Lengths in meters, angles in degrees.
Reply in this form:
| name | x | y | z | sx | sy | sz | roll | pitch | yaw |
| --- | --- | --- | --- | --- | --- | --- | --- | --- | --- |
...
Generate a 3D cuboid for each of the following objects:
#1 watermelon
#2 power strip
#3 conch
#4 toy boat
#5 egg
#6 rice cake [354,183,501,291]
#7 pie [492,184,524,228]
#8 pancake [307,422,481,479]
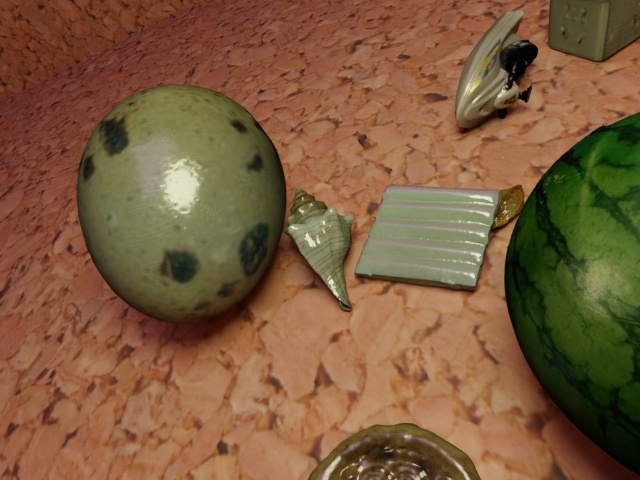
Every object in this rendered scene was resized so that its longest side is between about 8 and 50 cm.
| name | x | y | z | sx | sy | sz | roll | pitch | yaw |
| --- | --- | --- | --- | --- | --- | --- | --- | --- | --- |
| watermelon | 0.345 | 0.045 | 0.388 | 0.362 | 0.363 | 0.364 | -13 | 47 | 15 |
| power strip | 0.595 | -0.488 | 0.865 | 0.224 | 0.140 | 0.139 | -34 | 44 | -5 |
| conch | 0.003 | -0.013 | 0.735 | 0.114 | 0.137 | 0.234 | -43 | 38 | 8 |
| toy boat | 0.350 | -0.326 | 0.853 | 0.140 | 0.141 | 0.270 | 6 | 57 | 30 |
| egg | -0.226 | -0.067 | 0.748 | 0.344 | 0.345 | 0.428 | -21 | 55 | 7 |
| rice cake | 0.169 | -0.010 | 0.696 | 0.198 | 0.037 | 0.190 | 14 | 75 | 32 |
| pie | 0.259 | -0.048 | 0.718 | 0.169 | 0.034 | 0.092 | -10 | 45 | 11 |
| pancake | 0.076 | 0.318 | 0.488 | 0.235 | 0.029 | 0.212 | -41 | 45 | -15 |
